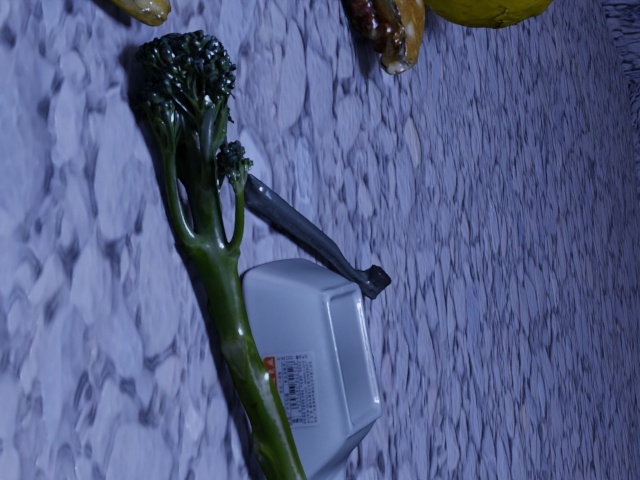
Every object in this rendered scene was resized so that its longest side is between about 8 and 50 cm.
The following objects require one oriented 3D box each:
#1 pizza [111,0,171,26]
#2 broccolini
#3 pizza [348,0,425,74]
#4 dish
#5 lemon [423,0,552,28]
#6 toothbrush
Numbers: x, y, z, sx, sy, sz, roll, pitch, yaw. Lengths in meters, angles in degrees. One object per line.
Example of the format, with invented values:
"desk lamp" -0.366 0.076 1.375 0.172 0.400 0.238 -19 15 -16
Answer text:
"pizza" -0.153 -0.222 0.898 0.160 0.035 0.099 55 33 -49
"broccolini" -0.051 0.031 0.969 0.078 0.074 0.392 -25 104 -30
"pizza" 0.057 -0.281 1.428 0.194 0.069 0.154 60 28 -28
"dish" 0.007 0.129 1.105 0.154 0.064 0.234 -13 93 -70
"lemon" 0.214 -0.400 1.641 0.310 0.253 0.254 38 45 -64
"toothbrush" 0.000 0.000 1.200 0.030 0.030 0.297 61 12 30
